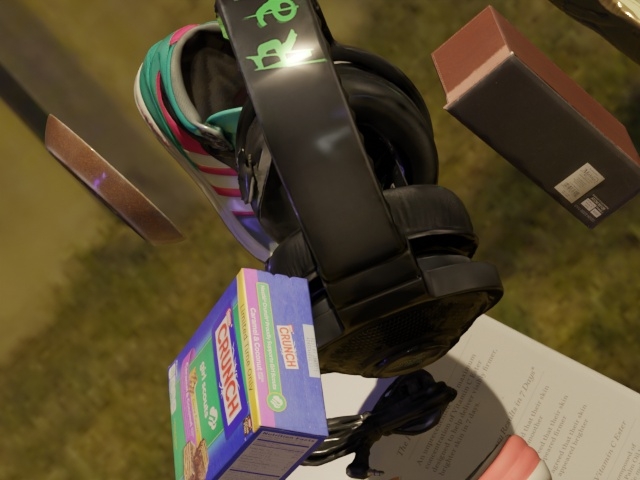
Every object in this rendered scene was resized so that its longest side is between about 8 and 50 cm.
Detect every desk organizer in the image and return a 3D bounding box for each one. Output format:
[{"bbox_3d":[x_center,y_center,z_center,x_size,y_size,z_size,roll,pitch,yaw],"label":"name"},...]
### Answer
[{"bbox_3d":[0.120,-0.066,0.845,0.047,0.130,0.050,-39,37,22],"label":"desk organizer"}]

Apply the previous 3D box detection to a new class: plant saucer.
[{"bbox_3d":[-0.193,-0.048,1.420,0.029,0.168,0.168,-49,6,-6],"label":"plant saucer"}]

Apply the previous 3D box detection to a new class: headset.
[{"bbox_3d":[0.000,0.000,0.957,0.185,0.394,0.243,-22,44,5],"label":"headset"}]

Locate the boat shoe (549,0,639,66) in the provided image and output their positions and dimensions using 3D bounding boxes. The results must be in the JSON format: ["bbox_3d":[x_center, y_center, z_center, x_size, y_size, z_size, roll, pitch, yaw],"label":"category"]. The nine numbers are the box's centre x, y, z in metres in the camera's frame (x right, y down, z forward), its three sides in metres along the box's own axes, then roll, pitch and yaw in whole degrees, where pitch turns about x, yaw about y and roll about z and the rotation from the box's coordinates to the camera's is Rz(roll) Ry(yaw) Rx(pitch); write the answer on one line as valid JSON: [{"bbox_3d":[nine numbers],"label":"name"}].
[{"bbox_3d":[0.269,-0.236,1.432,0.073,0.223,0.080,-42,-14,-20],"label":"boat shoe"}]

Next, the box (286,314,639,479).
[{"bbox_3d":[0.152,0.189,1.376,0.215,0.345,0.168,-63,26,-1],"label":"box"}]

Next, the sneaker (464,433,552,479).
[{"bbox_3d":[0.124,0.222,0.875,0.116,0.136,0.314,-46,-22,-11],"label":"sneaker"}]

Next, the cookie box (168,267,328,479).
[{"bbox_3d":[-0.040,0.081,0.800,0.107,0.040,0.092,-51,38,46],"label":"cookie box"}]

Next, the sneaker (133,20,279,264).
[{"bbox_3d":[-0.042,-0.085,1.378,0.124,0.295,0.178,-45,-2,-19],"label":"sneaker"}]
